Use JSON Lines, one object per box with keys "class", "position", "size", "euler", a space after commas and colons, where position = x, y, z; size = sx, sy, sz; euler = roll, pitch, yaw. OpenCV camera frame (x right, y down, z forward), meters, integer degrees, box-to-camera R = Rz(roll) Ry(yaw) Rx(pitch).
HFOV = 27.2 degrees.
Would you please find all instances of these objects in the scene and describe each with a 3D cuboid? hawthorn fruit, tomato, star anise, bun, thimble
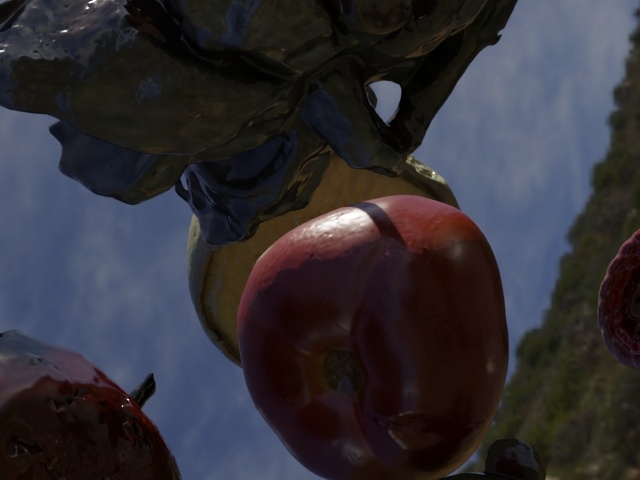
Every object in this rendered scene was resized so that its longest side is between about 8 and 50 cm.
{"class": "hawthorn fruit", "position": [-0.269, 0.228, 1.128], "size": [0.316, 0.316, 0.316], "euler": [-1, -89, -59]}
{"class": "tomato", "position": [0.063, 0.090, 1.295], "size": [0.226, 0.298, 0.299], "euler": [-31, -64, -49]}
{"class": "star anise", "position": [-0.003, -0.114, 0.605], "size": [0.316, 0.139, 0.359], "euler": [-21, -31, -32]}
{"class": "bun", "position": [-0.004, 0.000, 1.701], "size": [0.202, 0.364, 0.364], "euler": [-121, 8, -58]}
{"class": "thimble", "position": [0.436, 0.073, 1.602], "size": [0.125, 0.163, 0.190], "euler": [3, -67, -41]}

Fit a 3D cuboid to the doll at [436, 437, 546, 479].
{"class": "doll", "position": [0.178, 0.342, 1.120], "size": [0.174, 0.235, 0.330], "euler": [13, -146, -43]}
